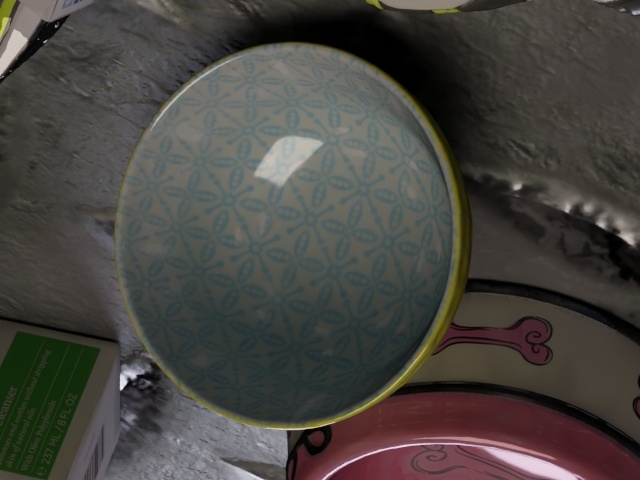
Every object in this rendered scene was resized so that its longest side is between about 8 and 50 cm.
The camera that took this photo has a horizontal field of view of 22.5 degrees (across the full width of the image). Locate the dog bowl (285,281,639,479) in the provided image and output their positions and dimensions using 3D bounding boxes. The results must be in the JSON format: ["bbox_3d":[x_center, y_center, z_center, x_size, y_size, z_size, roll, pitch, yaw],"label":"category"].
[{"bbox_3d":[0.150,0.230,1.473,0.408,0.150,0.408,8,134,8],"label":"dog bowl"}]

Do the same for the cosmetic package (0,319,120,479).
[{"bbox_3d":[-0.393,0.177,1.546,0.366,0.197,0.155,11,135,3],"label":"cosmetic package"}]

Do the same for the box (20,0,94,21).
[{"bbox_3d":[-0.195,-0.330,1.006,0.232,0.058,0.322,37,128,12],"label":"box"}]

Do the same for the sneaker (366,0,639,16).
[{"bbox_3d":[0.182,-0.233,1.014,0.385,0.145,0.147,-3,133,17],"label":"sneaker"}]

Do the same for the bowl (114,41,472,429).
[{"bbox_3d":[0.000,0.000,1.262,0.290,0.289,0.156,-9,173,24],"label":"bowl"}]

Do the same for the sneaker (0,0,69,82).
[{"bbox_3d":[-0.241,-0.208,1.204,0.121,0.111,0.300,41,129,-5],"label":"sneaker"}]
